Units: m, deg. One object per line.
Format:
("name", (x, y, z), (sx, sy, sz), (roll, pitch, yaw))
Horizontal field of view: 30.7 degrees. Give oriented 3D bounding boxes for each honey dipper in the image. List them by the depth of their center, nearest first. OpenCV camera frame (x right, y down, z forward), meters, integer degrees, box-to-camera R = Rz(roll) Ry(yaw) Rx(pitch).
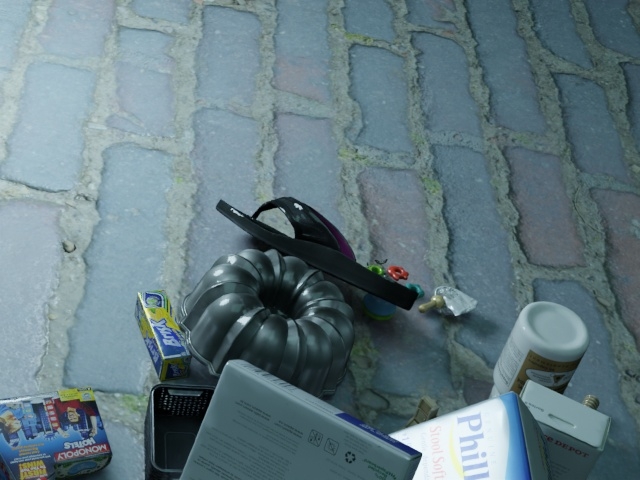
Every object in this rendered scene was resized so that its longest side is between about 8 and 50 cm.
("honey dipper", (0.475, 0.344, 2.156), (0.030, 0.030, 0.160), (30, 43, 16))

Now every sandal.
("sandal", (0.002, 0.001, 2.261), (0.445, 0.107, 0.167), (25, -2, 21))

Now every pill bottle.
("pill bottle", (0.384, 0.232, 2.096), (0.131, 0.229, 0.131), (10, 40, -8))

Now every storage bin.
("storage bin", (-0.221, 0.329, 1.892), (0.122, 0.084, 0.180), (5, 40, -13))

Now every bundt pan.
("bundt pan", (-0.081, 0.135, 2.089), (0.330, 0.124, 0.331), (18, 35, -13))

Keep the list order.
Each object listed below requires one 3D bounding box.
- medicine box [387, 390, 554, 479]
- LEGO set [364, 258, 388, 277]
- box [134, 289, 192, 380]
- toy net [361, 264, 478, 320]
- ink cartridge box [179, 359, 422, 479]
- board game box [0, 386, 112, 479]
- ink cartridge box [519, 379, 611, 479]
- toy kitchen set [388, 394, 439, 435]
("medicine box", (0.211, 0.411, 1.783), (0.289, 0.149, 0.264), (-24, 37, 19))
("LEGO set", (0.107, 0.067, 2.360), (0.083, 0.023, 0.054), (-23, 50, -21))
("box", (-0.282, 0.167, 2.076), (0.054, 0.059, 0.169), (-6, 45, -25))
("toy net", (0.196, 0.112, 2.320), (0.232, 0.045, 0.122), (8, 38, -12))
("ink cartridge box", (-0.055, 0.390, 1.712), (0.324, 0.330, 0.071), (25, 9, 23))
("board game box", (-0.435, 0.333, 1.833), (0.194, 0.060, 0.194), (-5, 45, -24))
("ink cartridge box", (0.372, 0.360, 1.958), (0.154, 0.212, 0.093), (24, 40, 9))
("toy kitchen set", (0.173, 0.330, 2.024), (0.075, 0.083, 0.068), (-21, 52, -36))
